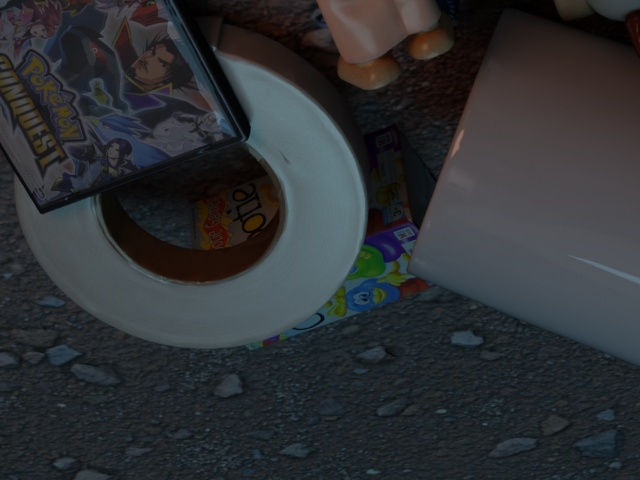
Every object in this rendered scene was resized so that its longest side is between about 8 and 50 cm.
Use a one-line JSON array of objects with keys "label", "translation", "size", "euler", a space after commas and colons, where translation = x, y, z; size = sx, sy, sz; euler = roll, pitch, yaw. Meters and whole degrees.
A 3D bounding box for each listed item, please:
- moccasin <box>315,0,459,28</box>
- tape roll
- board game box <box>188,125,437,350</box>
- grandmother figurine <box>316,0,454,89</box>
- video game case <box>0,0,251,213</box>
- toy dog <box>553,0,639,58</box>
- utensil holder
[{"label": "moccasin", "translation": [0.012, -0.277, 1.811], "size": [0.138, 0.116, 0.342], "euler": [-32, 138, 31]}, {"label": "tape roll", "translation": [-0.137, -0.056, 2.014], "size": [0.392, 0.072, 0.392], "euler": [3, 124, 4]}, {"label": "board game box", "translation": [0.000, 0.000, 2.189], "size": [0.275, 0.144, 0.142], "euler": [-21, 143, 17]}, {"label": "grandmother figurine", "translation": [0.010, -0.299, 1.649], "size": [0.208, 0.104, 0.342], "euler": [-35, 127, -17]}, {"label": "video game case", "translation": [-0.240, -0.179, 1.881], "size": [0.248, 0.035, 0.275], "euler": [-19, 118, 16]}, {"label": "toy dog", "translation": [0.276, -0.296, 1.790], "size": [0.220, 0.161, 0.334], "euler": [-29, 142, 29]}, {"label": "utensil holder", "translation": [0.319, -0.037, 1.939], "size": [0.385, 0.327, 0.327], "euler": [20, 144, 4]}]
